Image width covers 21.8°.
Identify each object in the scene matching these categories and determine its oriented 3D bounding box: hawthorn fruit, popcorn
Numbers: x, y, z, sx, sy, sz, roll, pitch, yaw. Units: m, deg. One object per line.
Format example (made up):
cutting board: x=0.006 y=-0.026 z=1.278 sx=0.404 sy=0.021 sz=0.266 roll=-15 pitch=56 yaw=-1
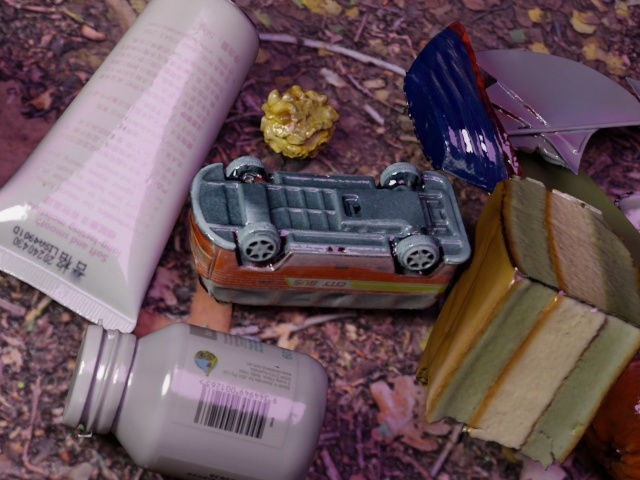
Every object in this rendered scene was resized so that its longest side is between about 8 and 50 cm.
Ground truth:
hawthorn fruit: x=0.308 y=0.177 z=1.600 sx=0.128 sy=0.128 sz=0.128 roll=8 pitch=59 yaw=-14
popcorn: x=-0.023 y=-0.123 z=1.697 sx=0.082 sy=0.057 sz=0.083 roll=-4 pitch=60 yaw=-21

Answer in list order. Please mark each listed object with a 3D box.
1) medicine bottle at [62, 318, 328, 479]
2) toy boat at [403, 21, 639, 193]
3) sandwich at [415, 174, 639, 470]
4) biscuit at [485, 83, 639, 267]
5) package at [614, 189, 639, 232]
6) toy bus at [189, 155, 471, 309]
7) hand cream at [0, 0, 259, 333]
medicine bottle: x=-0.112 y=0.143 z=1.467 sx=0.215 sy=0.135 sz=0.135 roll=15 pitch=58 yaw=-9
toy boat: x=0.222 y=-0.159 z=1.753 sx=0.318 sy=0.072 sz=0.219 roll=-29 pitch=69 yaw=-33
sandwich: x=0.193 y=0.081 z=1.589 sx=0.155 sy=0.198 sz=0.227 roll=25 pitch=25 yaw=-7
biscuit: x=0.251 y=-0.036 z=1.737 sx=0.099 sy=0.038 sz=0.322 roll=-29 pitch=68 yaw=-31
package: x=0.406 y=0.049 z=1.750 sx=0.154 sy=0.030 sz=0.239 roll=-3 pitch=62 yaw=-11
toy bus: x=0.000 y=0.000 z=1.592 sx=0.265 sy=0.119 sz=0.121 roll=2 pitch=47 yaw=-16
hand cream: x=-0.182 y=-0.091 z=1.608 sx=0.186 sy=0.118 sz=0.358 roll=30 pitch=64 yaw=-2
